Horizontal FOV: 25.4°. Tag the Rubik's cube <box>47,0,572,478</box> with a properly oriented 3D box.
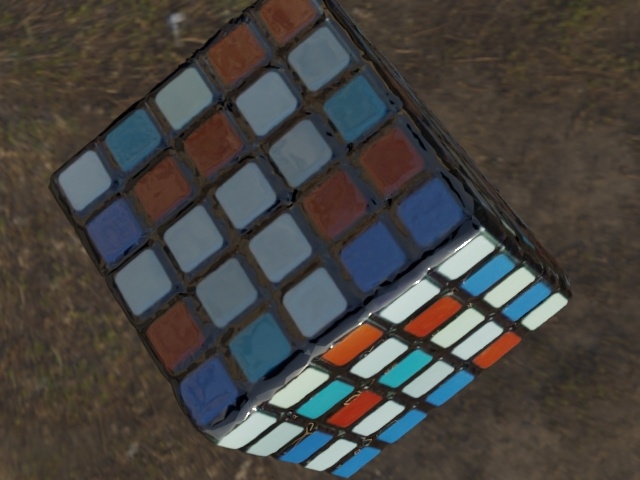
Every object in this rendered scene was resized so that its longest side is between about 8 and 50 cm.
[{"bbox_3d":[0.000,0.000,0.775,0.184,0.182,0.187,-41,64,8],"label":"Rubik's cube"}]
